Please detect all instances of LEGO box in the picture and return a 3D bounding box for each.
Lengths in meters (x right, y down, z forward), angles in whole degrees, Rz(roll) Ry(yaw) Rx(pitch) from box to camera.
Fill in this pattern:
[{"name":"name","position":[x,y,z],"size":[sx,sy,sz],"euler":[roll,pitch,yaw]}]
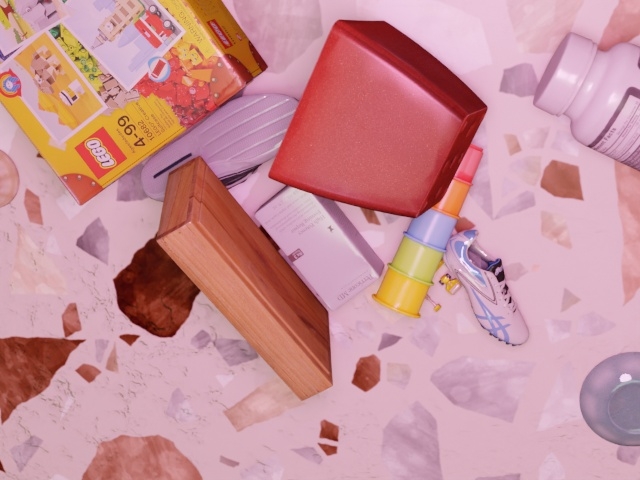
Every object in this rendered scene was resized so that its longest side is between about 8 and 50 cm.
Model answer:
[{"name":"LEGO box","position":[-0.391,-0.377,1.620],"size":[0.372,0.193,0.500],"euler":[-33,100,17]}]

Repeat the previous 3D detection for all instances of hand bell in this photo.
[{"name":"hand bell","position":[-0.653,-0.085,1.731],"size":[0.126,0.242,0.126],"euler":[3,109,8]}]

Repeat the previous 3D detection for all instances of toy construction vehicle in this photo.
[{"name":"toy construction vehicle","position":[0.201,0.072,1.756],"size":[0.098,0.035,0.086],"euler":[38,99,-7]}]

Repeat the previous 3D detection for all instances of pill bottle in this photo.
[{"name":"pill bottle","position":[0.512,-0.207,1.536],"size":[0.319,0.176,0.176],"euler":[26,110,1]}]

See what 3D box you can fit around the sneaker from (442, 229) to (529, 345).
[{"name":"sneaker","position":[0.304,0.087,1.709],"size":[0.086,0.085,0.237],"euler":[-29,100,39]}]

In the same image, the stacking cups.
[{"name":"stacking cups","position":[0.189,-0.027,1.678],"size":[0.096,0.096,0.316],"euler":[22,95,2]}]

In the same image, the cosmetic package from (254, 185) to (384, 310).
[{"name":"cosmetic package","position":[0.000,0.000,1.736],"size":[0.117,0.085,0.231],"euler":[-37,97,18]}]

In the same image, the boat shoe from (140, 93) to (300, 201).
[{"name":"boat shoe","position":[-0.159,-0.160,1.699],"size":[0.335,0.119,0.121],"euler":[-21,73,22]}]

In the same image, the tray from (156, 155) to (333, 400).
[{"name":"tray","position":[-0.116,0.067,1.643],"size":[0.076,0.202,0.411],"euler":[-27,122,16]}]

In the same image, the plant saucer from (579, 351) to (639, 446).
[{"name":"plant saucer","position":[0.576,0.300,1.763],"size":[0.195,0.037,0.194],"euler":[3,109,8]}]

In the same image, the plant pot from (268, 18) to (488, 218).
[{"name":"plant pot","position":[0.111,-0.178,1.538],"size":[0.236,0.267,0.267],"euler":[30,110,12]}]
